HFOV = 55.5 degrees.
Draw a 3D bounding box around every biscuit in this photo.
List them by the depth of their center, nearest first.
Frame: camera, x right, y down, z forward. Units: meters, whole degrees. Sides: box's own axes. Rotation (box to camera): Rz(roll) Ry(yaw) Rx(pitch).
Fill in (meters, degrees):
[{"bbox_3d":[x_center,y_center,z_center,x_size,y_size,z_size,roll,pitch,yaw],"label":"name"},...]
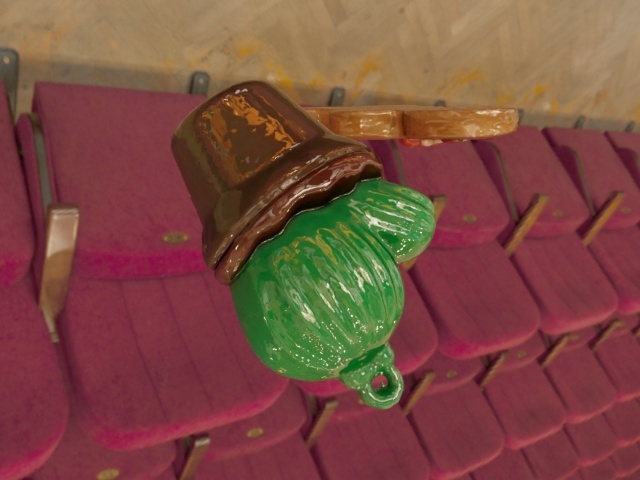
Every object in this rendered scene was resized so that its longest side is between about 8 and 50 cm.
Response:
[{"bbox_3d":[0.078,-0.106,0.559,0.166,0.250,0.036,-9,105,-25],"label":"biscuit"}]

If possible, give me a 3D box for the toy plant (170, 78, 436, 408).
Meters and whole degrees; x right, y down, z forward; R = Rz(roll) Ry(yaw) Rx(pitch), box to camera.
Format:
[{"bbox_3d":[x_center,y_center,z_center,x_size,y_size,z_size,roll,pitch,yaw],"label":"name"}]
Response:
[{"bbox_3d":[0.000,0.000,0.361,0.143,0.200,0.105,-35,177,-24],"label":"toy plant"}]
